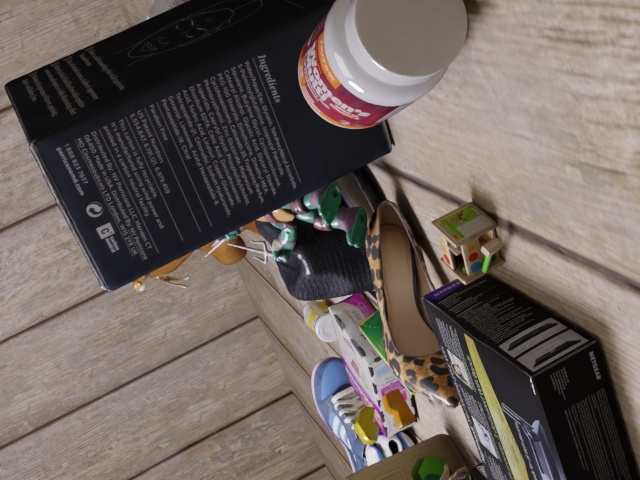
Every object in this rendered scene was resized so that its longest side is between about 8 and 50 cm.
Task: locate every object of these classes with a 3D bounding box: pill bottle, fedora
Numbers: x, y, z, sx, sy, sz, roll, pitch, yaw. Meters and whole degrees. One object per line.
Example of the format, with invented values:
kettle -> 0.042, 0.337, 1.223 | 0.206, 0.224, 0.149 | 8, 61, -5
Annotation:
pill bottle -> 0.055, -0.180, 0.941 | 0.121, 0.121, 0.221 | 64, 169, -2
fedora -> 0.000, 0.000, 1.515 | 0.334, 0.152, 0.334 | 59, 168, 20
pill bottle -> 0.003, 0.166, 2.098 | 0.065, 0.065, 0.116 | 68, 169, -22

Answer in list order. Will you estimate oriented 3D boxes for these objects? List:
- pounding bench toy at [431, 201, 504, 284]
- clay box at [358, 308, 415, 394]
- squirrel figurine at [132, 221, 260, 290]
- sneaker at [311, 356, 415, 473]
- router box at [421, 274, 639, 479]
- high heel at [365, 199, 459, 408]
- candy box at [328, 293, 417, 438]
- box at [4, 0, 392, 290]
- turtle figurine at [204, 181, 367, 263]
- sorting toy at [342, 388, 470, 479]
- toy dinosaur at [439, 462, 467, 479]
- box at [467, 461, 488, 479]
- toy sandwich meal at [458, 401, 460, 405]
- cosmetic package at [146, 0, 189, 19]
pounding bench toy -> 0.165, 0.013, 1.055 | 0.083, 0.052, 0.065 | 48, 161, 52
clay box -> 0.118, 0.170, 1.510 | 0.127, 0.053, 0.222 | 52, 179, 9
squirrel figurine -> -0.236, -0.076, 1.841 | 0.281, 0.370, 0.397 | 60, 168, 16
sneaker -> 0.103, 0.368, 2.005 | 0.322, 0.130, 0.236 | 66, 160, 9
router box -> 0.240, 0.209, 1.089 | 0.309, 0.081, 0.243 | 68, 167, -23
high heel -> 0.115, 0.076, 1.256 | 0.261, 0.093, 0.186 | -114, 9, -54
candy box -> 0.097, 0.226, 1.796 | 0.159, 0.071, 0.233 | 53, 166, 42
box -> -0.163, -0.158, 1.265 | 0.293, 0.395, 0.212 | 45, 160, 59
turtle figurine -> -0.064, -0.033, 1.318 | 0.175, 0.234, 0.118 | 11, -100, -56
sorting toy -> 0.147, 0.391, 1.586 | 0.307, 0.229, 0.041 | 59, 143, 20
toy dinosaur -> 0.216, 0.457, 1.453 | 0.200, 0.127, 0.295 | 60, 177, -21
box -> 0.298, 0.445, 1.460 | 0.184, 0.045, 0.190 | 47, 161, 61
toy sandwich meal -> 0.188, 0.202, 1.435 | 0.085, 0.029, 0.085 | 59, 168, 21
cosmetic package -> -0.255, -0.391, 1.819 | 0.085, 0.117, 0.231 | 27, 166, -3
